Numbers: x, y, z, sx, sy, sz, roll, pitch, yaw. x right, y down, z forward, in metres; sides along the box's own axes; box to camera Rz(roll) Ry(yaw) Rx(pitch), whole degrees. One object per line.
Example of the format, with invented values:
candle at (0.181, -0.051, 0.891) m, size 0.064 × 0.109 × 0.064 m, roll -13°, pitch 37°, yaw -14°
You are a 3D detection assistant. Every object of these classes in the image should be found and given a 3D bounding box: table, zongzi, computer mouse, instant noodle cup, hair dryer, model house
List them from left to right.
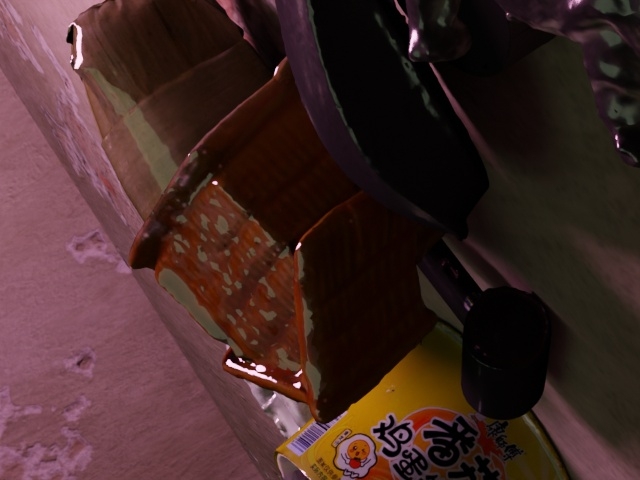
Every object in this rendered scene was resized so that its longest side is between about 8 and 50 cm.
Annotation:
zongzi at (-0.125, -0.118, 1.322) m, size 0.447 × 0.181 × 0.418 m, roll 59°, pitch 176°, yaw -4°
model house at (-0.001, -0.001, 1.049) m, size 0.229 × 0.199 × 0.219 m, roll 49°, pitch 150°, yaw 5°
computer mouse at (0.015, -0.127, 0.871) m, size 0.295 × 0.087 × 0.168 m, roll 59°, pitch -170°, yaw -19°
instant noodle cup at (0.093, 0.233, 1.319) m, size 0.264 × 0.200 × 0.264 m, roll 49°, pitch 163°, yaw 20°
hair dryer at (0.100, 0.034, 1.128) m, size 0.248 × 0.070 × 0.114 m, roll 52°, pitch 166°, yaw 29°
table at (0.082, -0.162, 0.779) m, size 0.133 × 0.043 × 0.133 m, roll 51°, pitch 165°, yaw 19°

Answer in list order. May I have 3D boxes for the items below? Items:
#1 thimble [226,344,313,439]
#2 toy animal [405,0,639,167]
thimble at (0.002, 0.158, 1.543) m, size 0.237 × 0.150 × 0.237 m, roll 51°, pitch 166°, yaw 17°
toy animal at (0.153, -0.117, 0.541) m, size 0.343 × 0.106 × 0.168 m, roll 20°, pitch 136°, yaw 56°
